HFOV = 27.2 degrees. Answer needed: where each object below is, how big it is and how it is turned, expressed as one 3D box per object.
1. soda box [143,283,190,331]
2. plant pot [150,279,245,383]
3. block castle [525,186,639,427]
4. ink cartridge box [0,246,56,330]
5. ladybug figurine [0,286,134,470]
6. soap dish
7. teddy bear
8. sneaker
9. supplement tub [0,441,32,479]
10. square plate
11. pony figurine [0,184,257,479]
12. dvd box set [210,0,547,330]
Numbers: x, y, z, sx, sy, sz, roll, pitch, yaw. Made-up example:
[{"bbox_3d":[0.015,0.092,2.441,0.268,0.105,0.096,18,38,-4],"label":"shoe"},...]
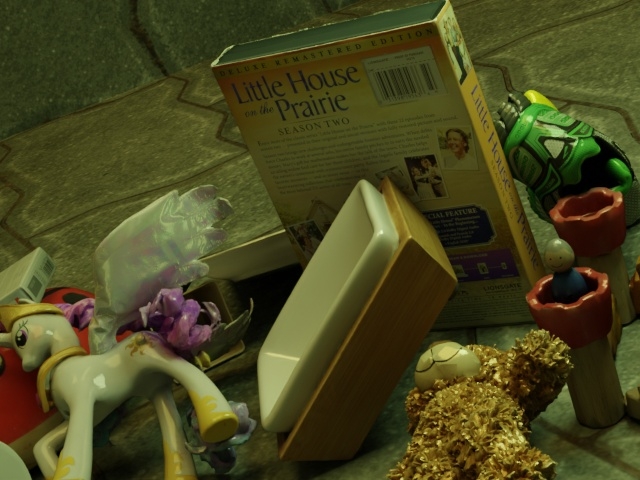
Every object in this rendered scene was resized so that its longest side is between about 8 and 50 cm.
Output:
[{"bbox_3d":[-0.241,0.076,1.918,0.058,0.061,0.181,-30,-14,-35],"label":"soda box"},{"bbox_3d":[-0.184,0.122,1.837,0.109,0.109,0.096,-26,9,-17],"label":"plant pot"},{"bbox_3d":[0.455,0.016,1.368,0.453,0.213,0.303,-10,22,22],"label":"block castle"},{"bbox_3d":[-0.446,0.094,1.780,0.179,0.045,0.145,-35,17,12],"label":"ink cartridge box"},{"bbox_3d":[-0.429,0.194,1.773,0.305,0.162,0.449,3,29,46],"label":"ladybug figurine"},{"bbox_3d":[0.039,0.090,1.507,0.291,0.118,0.229,-61,13,15],"label":"soap dish"},{"bbox_3d":[0.139,0.190,1.275,0.245,0.113,0.338,-51,10,37],"label":"teddy bear"},{"bbox_3d":[0.333,-0.069,1.671,0.146,0.343,0.134,37,99,34],"label":"sneaker"},{"bbox_3d":[-0.476,0.308,1.480,0.272,0.191,0.191,-7,23,30],"label":"supplement tub"},{"bbox_3d":[0.000,0.000,1.915,0.347,0.049,0.344,-18,-1,4],"label":"square plate"},{"bbox_3d":[-0.220,0.142,1.576,0.351,0.303,0.363,-23,44,-11],"label":"pony figurine"},{"bbox_3d":[0.080,-0.070,1.620,0.307,0.420,0.062,-8,31,30],"label":"dvd box set"}]
